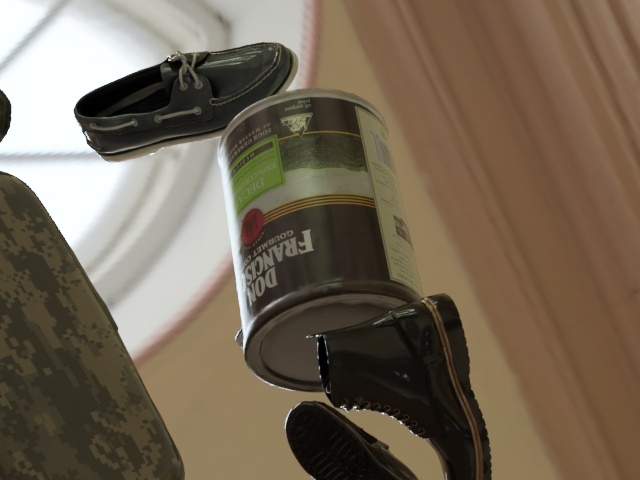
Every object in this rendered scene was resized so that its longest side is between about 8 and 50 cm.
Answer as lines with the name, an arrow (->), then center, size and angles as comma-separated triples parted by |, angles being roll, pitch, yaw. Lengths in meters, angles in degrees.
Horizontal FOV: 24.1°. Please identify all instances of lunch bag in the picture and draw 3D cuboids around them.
lunch bag -> -0.282, 0.137, 1.067 | 0.256, 0.212, 0.305 | -37, -100, 28

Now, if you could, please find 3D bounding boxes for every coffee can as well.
coffee can -> 0.000, 0.000, 1.652 | 0.201, 0.202, 0.275 | 110, -24, -51

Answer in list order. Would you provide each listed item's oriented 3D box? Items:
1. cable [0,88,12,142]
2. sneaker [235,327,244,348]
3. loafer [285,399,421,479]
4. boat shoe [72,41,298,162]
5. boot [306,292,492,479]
cable -> -0.391, -0.056, 1.400 | 0.287, 0.072, 0.139 | -47, -108, 17
sneaker -> 0.012, 0.130, 1.943 | 0.226, 0.086, 0.163 | -31, -98, 15
loafer -> 0.045, 0.274, 1.848 | 0.220, 0.078, 0.080 | 44, -73, -10
boat shoe -> -0.186, -0.199, 2.024 | 0.099, 0.320, 0.116 | 51, 26, -48
boot -> 0.071, 0.159, 1.353 | 0.077, 0.137, 0.197 | 149, -73, -74
